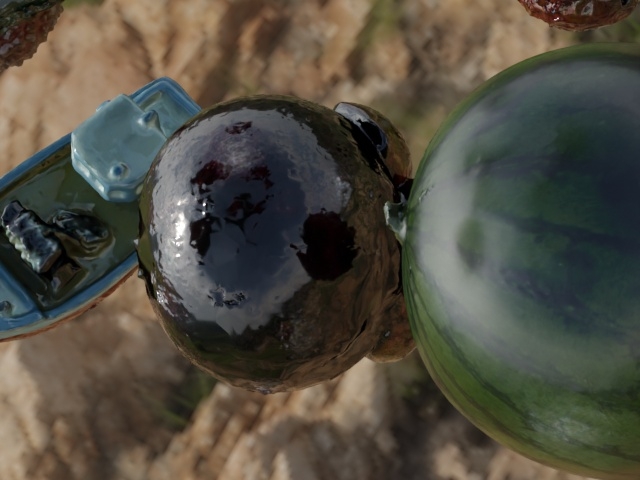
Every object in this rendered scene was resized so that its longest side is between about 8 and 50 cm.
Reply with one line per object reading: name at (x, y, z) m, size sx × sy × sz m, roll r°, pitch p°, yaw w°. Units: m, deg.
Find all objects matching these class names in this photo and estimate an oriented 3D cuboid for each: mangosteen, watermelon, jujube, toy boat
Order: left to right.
toy boat at (-0.227, -0.020, 1.678) m, size 0.332 × 0.133 × 0.145 m, roll -40°, pitch 74°, yaw -16°
mangosteen at (0.000, 0.000, 1.284) m, size 0.211 × 0.250 × 0.211 m, roll 175°, pitch 90°, yaw -76°
jujube at (0.175, -0.224, 1.473) m, size 0.166 × 0.104 × 0.104 m, roll 32°, pitch 88°, yaw 35°
watermelon at (0.160, 0.012, 1.018) m, size 0.242 × 0.242 × 0.242 m, roll -24°, pitch 50°, yaw 31°

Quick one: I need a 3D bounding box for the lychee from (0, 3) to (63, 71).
lychee at (-0.323, -0.236, 1.791) m, size 0.165 × 0.165 × 0.197 m, roll -38°, pitch 34°, yaw 19°

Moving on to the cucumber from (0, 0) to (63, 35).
cucumber at (-0.150, -0.130, 0.950) m, size 0.257 × 0.043 × 0.044 m, roll -25°, pitch 23°, yaw 3°
